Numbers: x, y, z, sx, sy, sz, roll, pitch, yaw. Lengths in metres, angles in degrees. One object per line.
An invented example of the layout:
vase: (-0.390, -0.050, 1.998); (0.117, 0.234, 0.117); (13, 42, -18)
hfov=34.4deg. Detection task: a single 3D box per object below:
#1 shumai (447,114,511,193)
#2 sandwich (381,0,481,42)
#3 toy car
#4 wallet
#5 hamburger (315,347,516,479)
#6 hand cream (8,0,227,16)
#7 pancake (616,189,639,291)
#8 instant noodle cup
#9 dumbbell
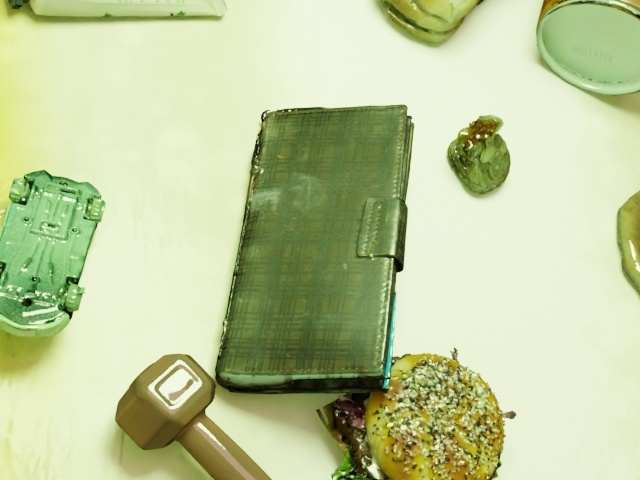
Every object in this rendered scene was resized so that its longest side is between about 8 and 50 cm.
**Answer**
shumai: (0.186, -0.105, 1.149); (0.082, 0.080, 0.083); (28, 54, -8)
sandwich: (0.111, -0.390, 1.268); (0.273, 0.095, 0.249); (42, 58, 2)
toy car: (-0.252, 0.014, 0.923); (0.093, 0.058, 0.186); (15, 46, -13)
wallet: (0.000, 0.000, 1.004); (0.169, 0.044, 0.317); (-2, 56, 13)
hamburger: (0.094, 0.179, 0.950); (0.189, 0.093, 0.164); (-36, 81, -31)
hand cream: (-0.215, -0.270, 1.105); (0.234, 0.050, 0.080); (-9, 66, -31)
pancake: (0.450, 0.030, 1.213); (0.235, 0.029, 0.212); (24, 58, -6)
instant noodle cup: (0.366, -0.294, 1.260); (0.216, 0.216, 0.172); (29, 65, -5)
dumbbell: (-0.073, 0.196, 0.880); (0.231, 0.082, 0.092); (44, 55, 5)
